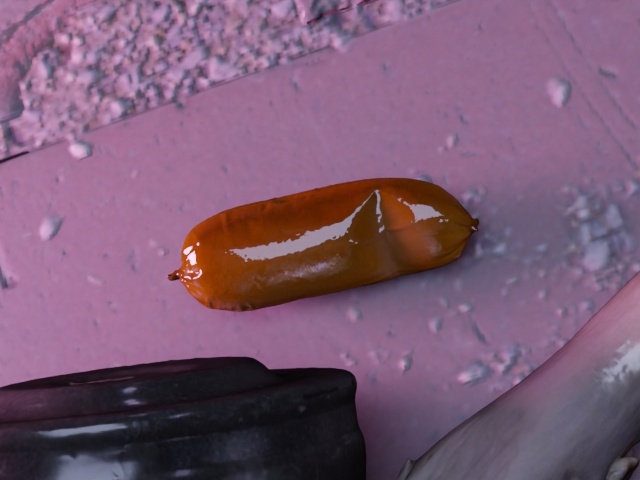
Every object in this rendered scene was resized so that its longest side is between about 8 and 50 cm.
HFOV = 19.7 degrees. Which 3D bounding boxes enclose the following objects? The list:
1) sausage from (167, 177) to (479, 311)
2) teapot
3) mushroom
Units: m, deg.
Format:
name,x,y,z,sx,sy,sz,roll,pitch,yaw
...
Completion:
name,x,y,z,sx,sy,sz,roll,pitch,yaw
sausage,0.000,0.000,1.049,0.183,0.054,0.062,-14,106,11
teapot,-0.130,0.189,0.953,0.322,0.239,0.239,-6,89,10
mushroom,0.140,0.089,0.966,0.278,0.096,0.099,-45,71,-2
